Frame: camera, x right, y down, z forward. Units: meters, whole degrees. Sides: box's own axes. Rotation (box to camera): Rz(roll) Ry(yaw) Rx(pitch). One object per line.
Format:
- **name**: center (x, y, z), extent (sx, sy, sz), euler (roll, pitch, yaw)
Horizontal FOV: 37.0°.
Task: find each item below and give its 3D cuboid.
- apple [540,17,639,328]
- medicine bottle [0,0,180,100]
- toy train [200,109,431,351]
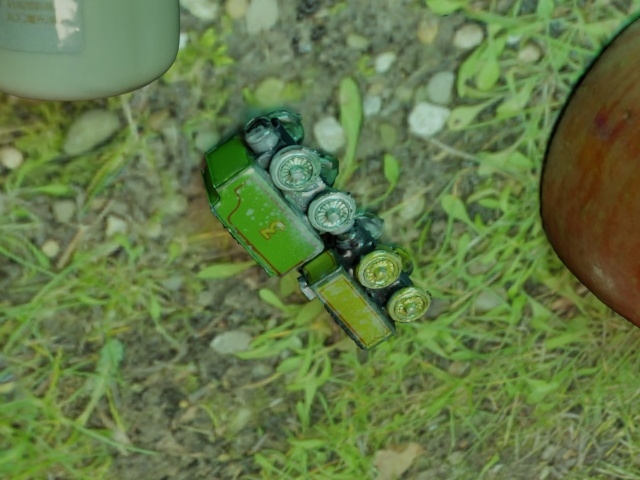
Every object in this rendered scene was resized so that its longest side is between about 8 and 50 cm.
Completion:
- **apple**: center (0.327, -0.033, 0.681), extent (0.293, 0.163, 0.251), euler (-5, 123, -20)
- **medicine bottle**: center (-0.123, -0.197, 0.436), extent (0.114, 0.114, 0.252), euler (-7, 123, -17)
- **toy train**: center (0.000, 0.000, 0.641), extent (0.081, 0.060, 0.202), euler (-34, 126, 10)
